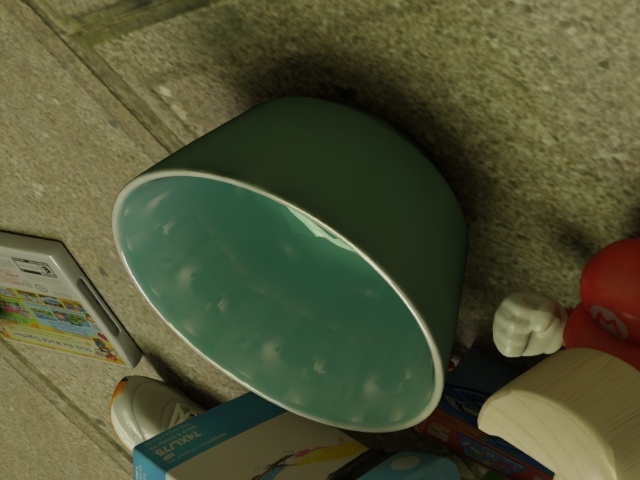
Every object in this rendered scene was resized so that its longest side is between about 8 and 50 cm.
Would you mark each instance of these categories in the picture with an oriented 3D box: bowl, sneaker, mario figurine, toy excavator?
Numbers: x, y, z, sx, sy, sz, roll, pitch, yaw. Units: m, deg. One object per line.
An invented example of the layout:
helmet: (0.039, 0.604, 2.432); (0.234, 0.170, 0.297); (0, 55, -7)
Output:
bowl: (0.000, 0.000, 1.455); (0.311, 0.163, 0.311); (25, 148, 17)
sneaker: (-0.124, 0.234, 2.048); (0.262, 0.099, 0.121); (38, 145, -26)
mario figurine: (0.252, 0.125, 1.388); (0.198, 0.170, 0.320); (-14, 145, 9)
toy excavator: (0.116, 0.279, 1.413); (0.445, 0.222, 0.433); (4, 114, 45)

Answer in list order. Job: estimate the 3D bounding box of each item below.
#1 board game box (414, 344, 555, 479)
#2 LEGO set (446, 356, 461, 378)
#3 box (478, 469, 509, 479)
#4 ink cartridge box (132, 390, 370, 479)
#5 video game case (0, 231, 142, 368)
board game box: (0.234, 0.193, 1.559); (0.281, 0.145, 0.027); (27, 118, 12)
LEGO set: (0.070, 0.089, 1.639); (0.287, 0.107, 0.132); (38, -174, -19)
box: (0.223, 0.387, 1.700); (0.322, 0.232, 0.058); (35, 156, 28)
ink cartridge box: (-0.039, 0.319, 1.844); (0.270, 0.197, 0.198); (28, 127, 40)
video game case: (-0.340, 0.062, 2.052); (0.227, 0.026, 0.206); (8, 143, 36)
